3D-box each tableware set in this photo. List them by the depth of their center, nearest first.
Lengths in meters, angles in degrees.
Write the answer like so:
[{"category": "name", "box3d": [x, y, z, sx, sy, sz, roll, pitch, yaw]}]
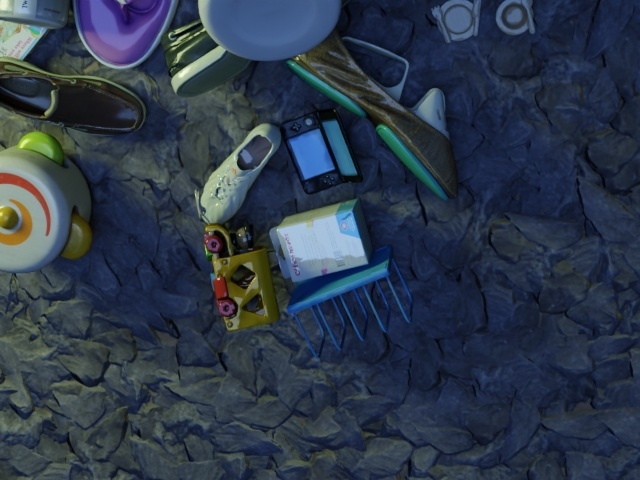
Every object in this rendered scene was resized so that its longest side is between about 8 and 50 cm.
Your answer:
[{"category": "tableware set", "box3d": [0.246, -0.371, 1.678, 0.168, 0.020, 0.141, -6, 104, 9]}]

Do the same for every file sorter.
[{"category": "file sorter", "box3d": [0.050, 0.099, 1.779, 0.170, 0.118, 0.104, -22, 104, 13]}]

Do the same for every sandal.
[{"category": "sandal", "box3d": [-0.277, -0.457, 1.681, 0.169, 0.102, 0.416, 21, 107, 2]}]

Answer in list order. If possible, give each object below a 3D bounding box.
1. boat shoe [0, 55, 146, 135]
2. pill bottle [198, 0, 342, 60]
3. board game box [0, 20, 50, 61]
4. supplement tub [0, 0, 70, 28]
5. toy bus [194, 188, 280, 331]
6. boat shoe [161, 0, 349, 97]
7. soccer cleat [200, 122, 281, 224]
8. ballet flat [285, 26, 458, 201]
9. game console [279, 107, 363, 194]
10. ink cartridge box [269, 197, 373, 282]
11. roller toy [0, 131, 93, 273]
[{"category": "boat shoe", "box3d": [-0.403, -0.212, 1.754, 0.257, 0.095, 0.095, 12, 110, -4]}, {"category": "pill bottle", "box3d": [-0.077, -0.423, 1.541, 0.188, 0.334, 0.188, -4, 145, -3]}, {"category": "board game box", "box3d": [-0.510, -0.318, 1.789, 0.103, 0.026, 0.154, 43, 106, -5]}, {"category": "supplement tub", "box3d": [-0.427, -0.421, 1.695, 0.117, 0.117, 0.190, 8, 94, 5]}, {"category": "toy bus", "box3d": [-0.120, 0.039, 1.744, 0.104, 0.191, 0.202, -11, 142, -7]}, {"category": "boat shoe", "box3d": [-0.092, -0.345, 1.681, 0.340, 0.127, 0.113, -31, 77, 17]}, {"category": "soccer cleat", "box3d": [-0.131, -0.103, 1.769, 0.068, 0.076, 0.196, 36, 107, -3]}, {"category": "ballet flat", "box3d": [0.106, -0.210, 1.704, 0.342, 0.116, 0.124, 40, 88, -2]}, {"category": "game console", "box3d": [0.000, -0.136, 1.746, 0.107, 0.071, 0.122, -19, 101, 12]}, {"category": "ink cartridge box", "box3d": [0.000, 0.000, 1.772, 0.143, 0.090, 0.092, -13, 102, 12]}, {"category": "roller toy", "box3d": [-0.473, -0.048, 1.794, 0.191, 0.146, 0.209, -23, 101, 13]}]
